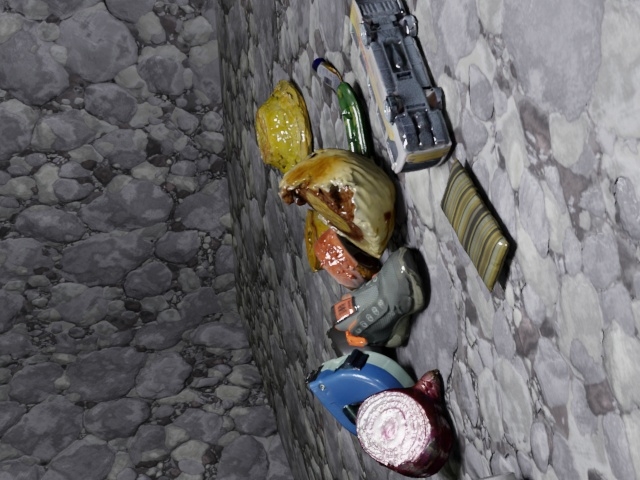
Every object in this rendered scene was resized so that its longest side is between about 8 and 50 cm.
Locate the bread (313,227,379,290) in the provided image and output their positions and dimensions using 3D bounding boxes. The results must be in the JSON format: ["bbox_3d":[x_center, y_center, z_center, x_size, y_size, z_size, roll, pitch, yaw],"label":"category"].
[{"bbox_3d":[0.056,0.038,2.092,0.160,0.073,0.160,42,-160,-19],"label":"bread"}]

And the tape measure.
[{"bbox_3d":[0.143,0.390,2.039,0.351,0.098,0.215,48,135,-13],"label":"tape measure"}]

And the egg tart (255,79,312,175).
[{"bbox_3d":[-0.107,-0.294,2.602,0.294,0.123,0.294,168,90,-77],"label":"egg tart"}]

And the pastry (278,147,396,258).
[{"bbox_3d":[0.065,-0.093,1.922,0.236,0.170,0.256,40,167,-30],"label":"pastry"}]

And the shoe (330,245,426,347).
[{"bbox_3d":[0.104,0.126,1.920,0.336,0.170,0.132,101,155,-59],"label":"shoe"}]

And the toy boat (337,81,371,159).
[{"bbox_3d":[0.074,-0.240,2.022,0.104,0.052,0.210,-179,77,-79],"label":"toy boat"}]

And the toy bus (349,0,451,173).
[{"bbox_3d":[0.131,-0.280,1.646,0.138,0.097,0.343,103,153,-65],"label":"toy bus"}]

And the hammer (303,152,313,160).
[{"bbox_3d":[0.004,-0.120,2.402,0.116,0.069,0.194,108,144,-62],"label":"hammer"}]

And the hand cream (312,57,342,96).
[{"bbox_3d":[0.026,-0.368,2.176,0.062,0.038,0.163,95,154,-45],"label":"hand cream"}]

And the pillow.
[{"bbox_3d":[0.245,-0.027,1.494,0.113,0.038,0.203,98,157,-46],"label":"pillow"}]

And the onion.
[{"bbox_3d":[0.187,0.355,1.858,0.195,0.139,0.218,24,84,47],"label":"onion"}]

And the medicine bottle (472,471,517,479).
[{"bbox_3d":[0.291,0.483,1.484,0.135,0.135,0.216,122,135,-71],"label":"medicine bottle"}]

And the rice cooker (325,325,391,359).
[{"bbox_3d":[0.095,0.252,2.146,0.203,0.118,0.142,64,-179,31],"label":"rice cooker"}]

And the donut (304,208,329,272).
[{"bbox_3d":[0.000,0.000,2.514,0.178,0.065,0.162,96,164,-54],"label":"donut"}]
